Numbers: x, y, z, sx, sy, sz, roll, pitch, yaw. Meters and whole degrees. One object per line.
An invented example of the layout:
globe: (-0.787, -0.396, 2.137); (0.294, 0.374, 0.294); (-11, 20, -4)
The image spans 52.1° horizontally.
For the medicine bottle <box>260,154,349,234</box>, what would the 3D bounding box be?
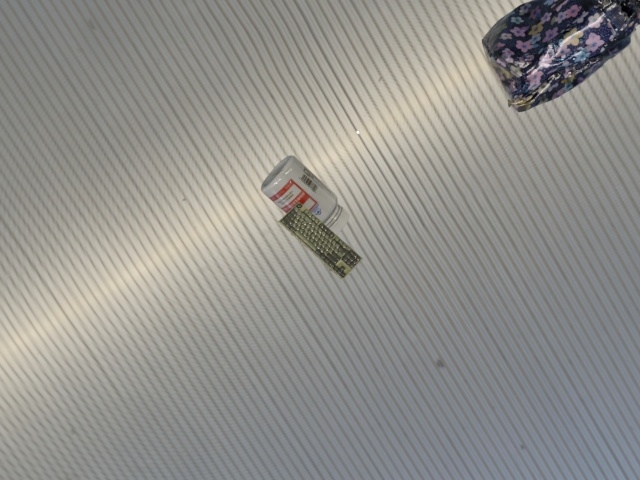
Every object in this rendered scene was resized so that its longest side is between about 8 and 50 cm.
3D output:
medicine bottle: (-0.023, -0.067, 1.071); (0.140, 0.079, 0.079); (42, 99, -18)

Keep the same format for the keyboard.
keyboard: (0.000, 0.000, 0.964); (0.129, 0.015, 0.049); (43, 59, 6)

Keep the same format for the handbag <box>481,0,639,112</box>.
handbag: (0.335, -0.284, 0.907); (0.208, 0.228, 0.126); (-26, 109, 21)
